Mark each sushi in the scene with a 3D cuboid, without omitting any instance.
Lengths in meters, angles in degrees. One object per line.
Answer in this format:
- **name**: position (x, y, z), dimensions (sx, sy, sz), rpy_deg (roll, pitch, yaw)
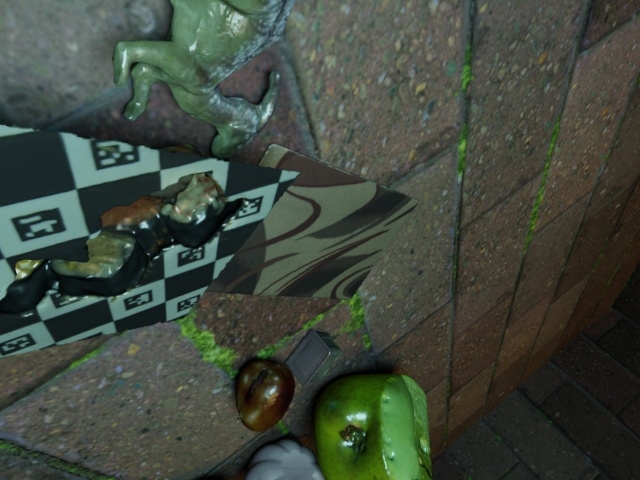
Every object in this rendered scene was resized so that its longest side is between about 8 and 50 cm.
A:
- **sushi**: position (-0.203, 0.004, 0.411), dimensions (0.294, 0.059, 0.292), rpy_deg (-3, 143, -52)

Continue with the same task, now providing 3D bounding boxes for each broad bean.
- **broad bean**: position (-0.092, 0.263, 0.750), dimensions (0.114, 0.084, 0.165), rpy_deg (-36, 149, -14)

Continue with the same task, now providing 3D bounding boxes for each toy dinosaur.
- **toy dinosaur**: position (-0.085, -0.178, 0.337), dimensions (0.162, 0.077, 0.294), rpy_deg (-25, 159, -36)

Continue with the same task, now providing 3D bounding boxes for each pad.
- **pad**: position (0.000, 0.000, 0.643), dimensions (0.330, 0.004, 0.220), rpy_deg (10, 118, -47)

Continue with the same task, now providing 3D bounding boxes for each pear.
- **pear**: position (0.098, 0.426, 0.930), dimensions (0.238, 0.343, 0.318), rpy_deg (-20, 127, 23)

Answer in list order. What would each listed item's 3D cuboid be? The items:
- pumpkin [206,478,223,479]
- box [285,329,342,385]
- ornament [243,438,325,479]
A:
- **pumpkin**: position (-0.237, 0.551, 0.843), dimensions (0.201, 0.140, 0.202), rpy_deg (-18, 136, -18)
- **box**: position (-0.008, 0.208, 0.795), dimensions (0.085, 0.060, 0.063), rpy_deg (-54, 146, 13)
- **ornament**: position (-0.081, 0.522, 0.937), dimensions (0.177, 0.177, 0.178), rpy_deg (-24, 139, -23)
